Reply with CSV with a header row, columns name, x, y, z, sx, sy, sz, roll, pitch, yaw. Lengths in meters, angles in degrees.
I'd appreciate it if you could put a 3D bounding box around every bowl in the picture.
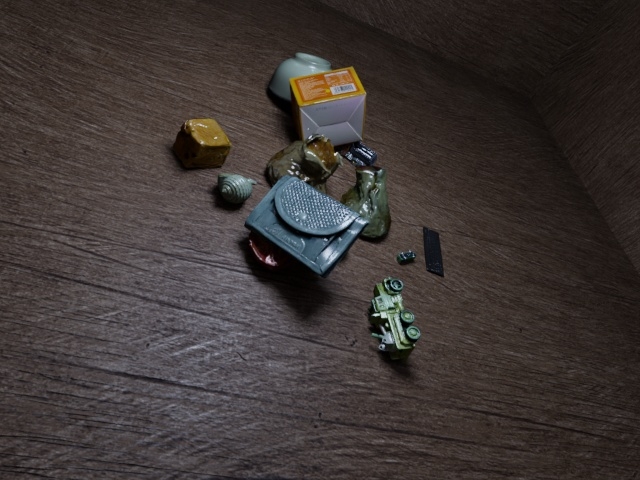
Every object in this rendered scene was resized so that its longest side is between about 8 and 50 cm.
name,x,y,z,sx,sy,sz,roll,pitch,yaw
bowl,-0.058,-0.772,2.111,0.354,0.185,0.354,13,31,-8

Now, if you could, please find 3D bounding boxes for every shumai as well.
name,x,y,z,sx,sy,sz,roll,pitch,yaw
shumai,0.200,-0.156,1.744,0.222,0.203,0.271,-13,62,-36
shumai,-0.053,-0.327,1.712,0.267,0.262,0.314,14,44,-20

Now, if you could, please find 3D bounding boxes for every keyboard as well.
name,x,y,z,sx,sy,sz,roll,pitch,yaw
keyboard,0.467,0.040,1.847,0.087,0.017,0.250,22,44,-13

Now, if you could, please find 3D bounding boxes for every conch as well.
name,x,y,z,sx,sy,sz,roll,pitch,yaw
conch,-0.301,-0.185,1.553,0.135,0.102,0.153,31,8,15

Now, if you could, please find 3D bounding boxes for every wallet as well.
name,x,y,z,sx,sy,sz,roll,pitch,yaw
wallet,-0.052,-0.060,1.390,0.342,0.075,0.237,33,72,24

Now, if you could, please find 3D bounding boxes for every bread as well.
name,x,y,z,sx,sy,sz,roll,pitch,yaw
bread,-0.425,-0.346,1.598,0.158,0.149,0.143,-17,65,-39

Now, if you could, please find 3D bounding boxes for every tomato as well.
name,x,y,z,sx,sy,sz,roll,pitch,yaw
tomato,-0.148,0.026,1.452,0.166,0.082,0.174,-27,60,-27

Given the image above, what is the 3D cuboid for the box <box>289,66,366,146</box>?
name,x,y,z,sx,sy,sz,roll,pitch,yaw
box,0.028,-0.564,1.909,0.284,0.259,0.213,-12,57,-6

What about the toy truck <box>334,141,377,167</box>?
name,x,y,z,sx,sy,sz,roll,pitch,yaw
toy truck,0.166,-0.405,2.029,0.192,0.092,0.083,36,44,5

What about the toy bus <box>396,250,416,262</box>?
name,x,y,z,sx,sy,sz,roll,pitch,yaw
toy bus,0.336,0.065,1.735,0.083,0.037,0.031,-9,57,-35

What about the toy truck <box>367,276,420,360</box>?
name,x,y,z,sx,sy,sz,roll,pitch,yaw
toy truck,0.220,0.248,1.441,0.135,0.128,0.259,2,49,-11
